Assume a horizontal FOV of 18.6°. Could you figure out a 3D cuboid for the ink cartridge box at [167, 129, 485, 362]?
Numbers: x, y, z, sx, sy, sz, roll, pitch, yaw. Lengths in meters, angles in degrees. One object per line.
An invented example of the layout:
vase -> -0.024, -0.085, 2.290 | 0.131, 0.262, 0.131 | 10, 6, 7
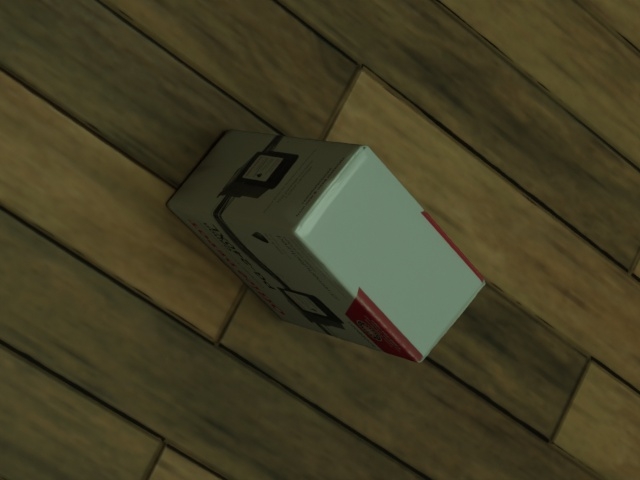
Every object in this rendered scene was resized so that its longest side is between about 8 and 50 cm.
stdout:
ink cartridge box -> 0.000, 0.000, 1.056 | 0.109, 0.150, 0.063 | 46, 73, -26
